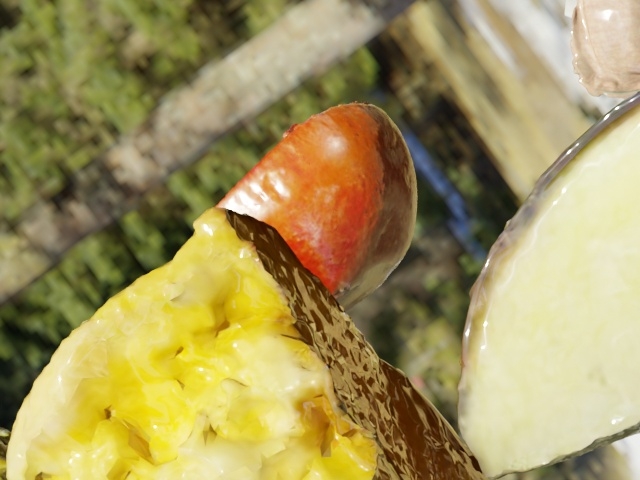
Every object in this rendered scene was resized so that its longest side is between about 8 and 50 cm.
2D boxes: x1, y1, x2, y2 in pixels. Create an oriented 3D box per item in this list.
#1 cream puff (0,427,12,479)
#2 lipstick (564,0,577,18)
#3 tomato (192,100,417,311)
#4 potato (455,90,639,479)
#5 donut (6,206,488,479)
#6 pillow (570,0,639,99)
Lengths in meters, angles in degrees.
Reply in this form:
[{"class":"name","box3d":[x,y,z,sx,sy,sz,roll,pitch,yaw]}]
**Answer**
[{"class":"cream puff","box3d":[-0.229,0.183,1.345,0.146,0.116,0.146,20,170,4]},{"class":"lipstick","box3d":[0.343,-0.156,1.502,0.317,0.066,0.068,23,142,18]},{"class":"tomato","box3d":[0.000,0.000,1.078,0.069,0.155,0.155,46,175,20]},{"class":"potato","box3d":[0.204,-0.006,0.790,0.255,0.269,0.112,8,-121,-64]},{"class":"donut","box3d":[0.022,0.221,0.895,0.377,0.163,0.435,49,-167,-38]},{"class":"pillow","box3d":[0.162,-0.174,0.885,0.034,0.135,0.211,-168,68,-79]}]
